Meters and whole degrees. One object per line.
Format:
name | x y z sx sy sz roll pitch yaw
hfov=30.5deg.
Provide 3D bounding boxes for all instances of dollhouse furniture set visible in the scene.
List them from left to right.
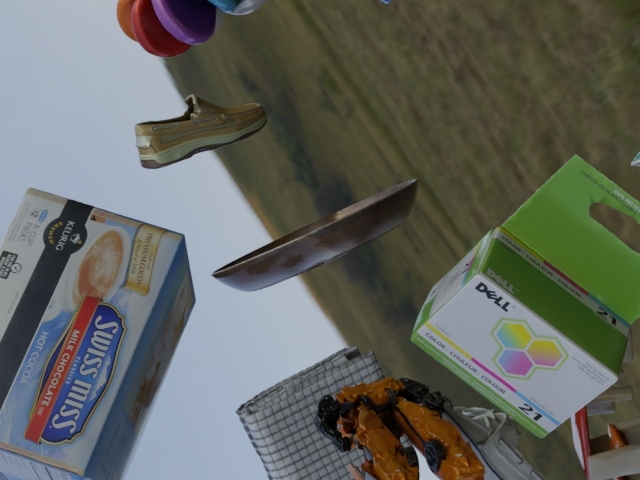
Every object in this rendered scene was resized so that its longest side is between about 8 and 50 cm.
dollhouse furniture set | 0.342 0.207 1.561 0.262 0.135 0.259 -100 -2 -58

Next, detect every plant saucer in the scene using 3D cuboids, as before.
plant saucer | 0.000 0.000 1.594 0.310 0.310 0.050 -37 -76 -80

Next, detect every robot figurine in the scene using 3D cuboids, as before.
robot figurine | 0.113 0.297 1.740 0.291 0.211 0.085 -134 39 -61

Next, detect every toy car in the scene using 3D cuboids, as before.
toy car | -0.154 -0.272 1.291 0.159 0.182 0.136 31 -125 -37

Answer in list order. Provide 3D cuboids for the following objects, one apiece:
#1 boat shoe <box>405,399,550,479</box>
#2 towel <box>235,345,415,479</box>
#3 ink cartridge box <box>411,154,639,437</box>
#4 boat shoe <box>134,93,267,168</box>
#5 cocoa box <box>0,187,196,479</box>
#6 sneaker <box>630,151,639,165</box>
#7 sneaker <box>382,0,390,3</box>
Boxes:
boat shoe | 0.290 0.345 2.001 0.367 0.156 0.136 45 157 -20
towel | 0.009 0.358 2.252 0.235 0.283 0.121 65 163 -8
ink cartridge box | 0.245 0.062 1.218 0.188 0.255 0.097 37 -138 -4
boat shoe | -0.151 -0.153 1.503 0.068 0.190 0.072 9 118 51
cocoa box | -0.331 0.151 1.555 0.231 0.228 0.347 92 -164 -64
sneaker | 0.558 -0.084 1.859 0.161 0.075 0.057 56 176 14
sneaker | 0.032 -0.352 1.374 0.090 0.081 0.232 23 -160 -24
